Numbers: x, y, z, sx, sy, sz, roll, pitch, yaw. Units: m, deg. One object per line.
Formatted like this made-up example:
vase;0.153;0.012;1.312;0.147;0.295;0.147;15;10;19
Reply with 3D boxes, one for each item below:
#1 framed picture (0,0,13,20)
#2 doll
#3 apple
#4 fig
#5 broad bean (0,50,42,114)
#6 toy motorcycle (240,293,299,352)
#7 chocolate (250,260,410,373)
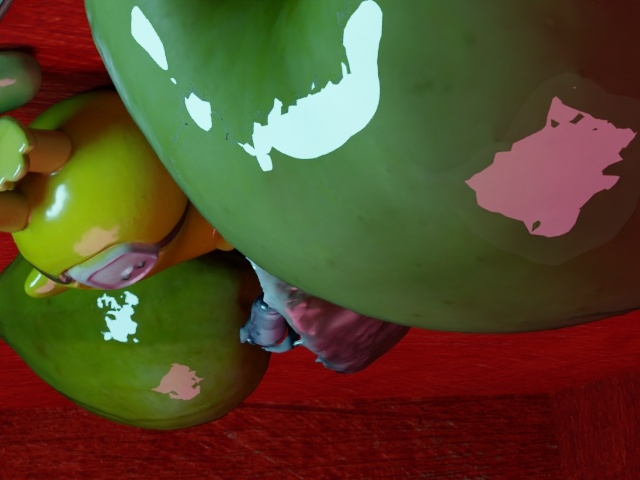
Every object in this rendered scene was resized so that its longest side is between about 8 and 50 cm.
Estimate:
framed picture;-0.271;-0.169;1.132;0.232;0.019;0.296;-3;167;-22
doll;-0.153;-0.033;1.531;0.199;0.145;0.363;-50;153;20
apple;0.085;-0.129;0.790;0.357;0.357;0.357;-7;168;-2
fig;-0.170;0.056;1.751;0.271;0.239;0.239;-6;168;7
broad bean;-0.238;-0.110;1.380;0.083;0.045;0.063;-18;155;10
toy motorcycle;0.000;0.000;1.460;0.134;0.207;0.401;-17;156;-13
chocolate;-0.019;-0.083;1.052;0.100;0.303;0.185;-28;163;12
